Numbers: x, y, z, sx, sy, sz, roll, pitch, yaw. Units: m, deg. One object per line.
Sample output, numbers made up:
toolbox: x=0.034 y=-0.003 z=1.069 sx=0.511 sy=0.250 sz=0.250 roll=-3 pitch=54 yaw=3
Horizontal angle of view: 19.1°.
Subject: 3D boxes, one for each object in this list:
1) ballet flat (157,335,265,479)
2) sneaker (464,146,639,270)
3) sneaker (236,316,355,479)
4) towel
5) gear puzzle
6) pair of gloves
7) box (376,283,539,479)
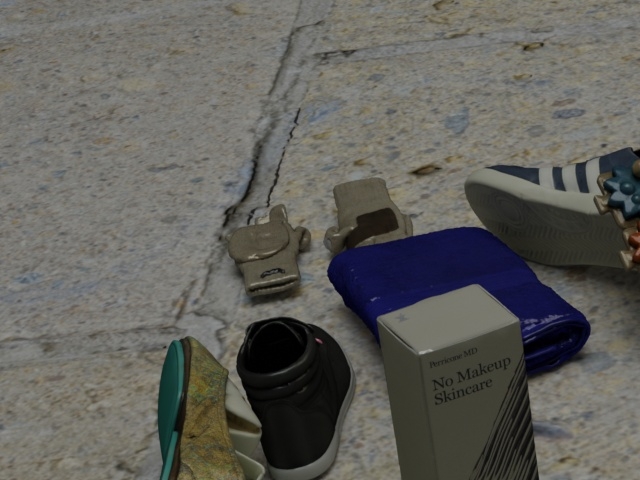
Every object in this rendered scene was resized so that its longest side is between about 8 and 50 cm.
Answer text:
ballet flat: x=-0.113 y=0.213 z=1.961 sx=0.123 sy=0.123 sz=0.348 roll=-10 pitch=23 yaw=2
sneaker: x=0.334 y=-0.055 z=2.322 sx=0.350 sy=0.131 sz=0.148 roll=14 pitch=51 yaw=47
sneaker: x=-0.027 y=0.130 z=2.123 sx=0.104 sy=0.147 sz=0.296 roll=-9 pitch=25 yaw=8
towel: x=0.155 y=0.082 z=2.241 sx=0.227 sy=0.076 sz=0.308 roll=-10 pitch=25 yaw=-15
gear puzzle: x=0.431 y=0.034 z=2.084 sx=0.175 sy=0.044 sz=0.339 roll=-11 pitch=56 yaw=-13
pair of gloves: x=0.000 y=0.000 z=2.488 sx=0.240 sy=0.042 sz=0.204 roll=-17 pitch=30 yaw=-7
box: x=0.136 y=0.190 z=1.794 sx=0.113 sy=0.275 sz=0.094 roll=-19 pitch=28 yaw=-16
